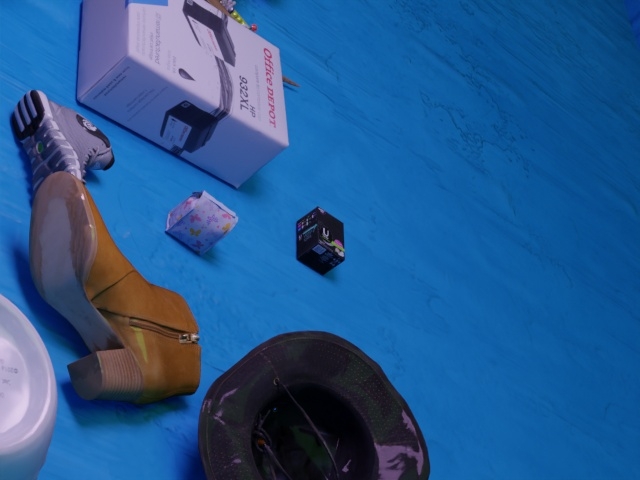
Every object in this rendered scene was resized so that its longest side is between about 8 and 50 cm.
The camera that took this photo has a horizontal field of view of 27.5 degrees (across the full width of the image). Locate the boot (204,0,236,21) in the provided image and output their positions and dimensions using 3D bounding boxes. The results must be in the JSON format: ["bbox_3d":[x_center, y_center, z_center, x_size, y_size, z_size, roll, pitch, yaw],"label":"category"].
[{"bbox_3d":[-0.285,-0.426,2.070,0.236,0.089,0.269,29,-11,42],"label":"boot"}]

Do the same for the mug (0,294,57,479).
[{"bbox_3d":[-0.426,0.157,1.109,0.374,0.328,0.276,33,37,-30],"label":"mug"}]

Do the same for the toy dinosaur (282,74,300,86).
[{"bbox_3d":[-0.098,-0.266,2.214,0.211,0.064,0.112,-61,152,-52],"label":"toy dinosaur"}]

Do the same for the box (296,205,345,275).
[{"bbox_3d":[0.000,0.000,2.083,0.062,0.052,0.083,34,36,-31],"label":"box"}]

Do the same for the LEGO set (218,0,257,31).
[{"bbox_3d":[-0.135,-0.408,2.162,0.132,0.107,0.287,-18,115,-28],"label":"LEGO set"}]

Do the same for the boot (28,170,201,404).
[{"bbox_3d":[-0.248,0.062,1.642,0.211,0.104,0.295,1,73,-61],"label":"boot"}]

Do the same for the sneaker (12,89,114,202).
[{"bbox_3d":[-0.316,-0.094,1.730,0.132,0.086,0.228,14,48,-49],"label":"sneaker"}]

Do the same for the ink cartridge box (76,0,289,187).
[{"bbox_3d":[-0.204,-0.253,1.983,0.307,0.129,0.223,28,40,-36],"label":"ink cartridge box"}]

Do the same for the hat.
[{"bbox_3d":[-0.027,0.287,1.697,0.331,0.134,0.331,15,53,-22],"label":"hat"}]

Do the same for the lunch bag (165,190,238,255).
[{"bbox_3d":[-0.167,-0.030,1.863,0.071,0.083,0.053,35,36,-26],"label":"lunch bag"}]
